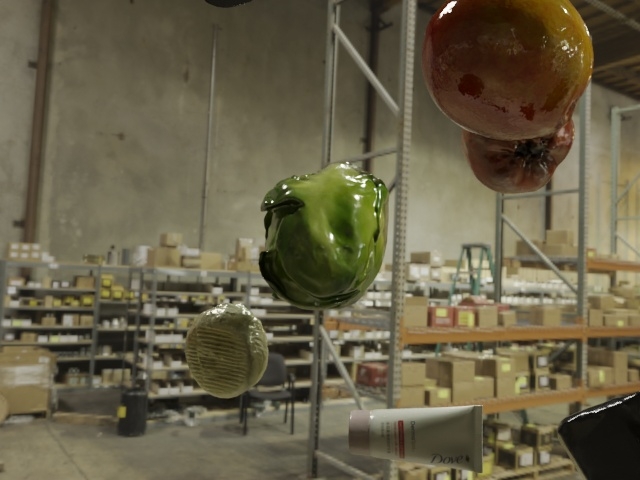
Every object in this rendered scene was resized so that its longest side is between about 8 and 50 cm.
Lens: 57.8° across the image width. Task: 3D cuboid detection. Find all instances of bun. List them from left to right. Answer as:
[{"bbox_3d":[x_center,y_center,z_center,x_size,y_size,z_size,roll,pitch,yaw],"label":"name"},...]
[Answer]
[{"bbox_3d":[-0.175,0.206,1.115,0.164,0.188,0.111,2,16,24],"label":"bun"}]

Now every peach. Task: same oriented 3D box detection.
[{"bbox_3d":[0.360,-0.343,1.123,0.332,0.308,0.308,43,-1,5],"label":"peach"}]

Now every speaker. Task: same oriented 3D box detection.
[{"bbox_3d":[0.545,0.379,1.022,0.184,0.180,0.388,-30,-30,8],"label":"speaker"}]

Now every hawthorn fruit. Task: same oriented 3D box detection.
[{"bbox_3d":[0.461,-0.253,1.396,0.284,0.284,0.284,2,-4,0],"label":"hawthorn fruit"}]

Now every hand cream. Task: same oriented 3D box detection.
[{"bbox_3d":[0.178,0.369,1.085,0.247,0.133,0.083,-3,12,14],"label":"hand cream"}]

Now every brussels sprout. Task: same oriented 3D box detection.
[{"bbox_3d":[0.002,0.000,1.005,0.227,0.294,0.259,24,-29,5],"label":"brussels sprout"}]

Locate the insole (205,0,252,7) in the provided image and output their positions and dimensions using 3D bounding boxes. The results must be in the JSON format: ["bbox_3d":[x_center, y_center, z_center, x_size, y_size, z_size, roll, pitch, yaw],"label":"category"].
[{"bbox_3d":[-0.151,-0.635,1.377,0.119,0.348,0.009,34,-33,7],"label":"insole"}]
